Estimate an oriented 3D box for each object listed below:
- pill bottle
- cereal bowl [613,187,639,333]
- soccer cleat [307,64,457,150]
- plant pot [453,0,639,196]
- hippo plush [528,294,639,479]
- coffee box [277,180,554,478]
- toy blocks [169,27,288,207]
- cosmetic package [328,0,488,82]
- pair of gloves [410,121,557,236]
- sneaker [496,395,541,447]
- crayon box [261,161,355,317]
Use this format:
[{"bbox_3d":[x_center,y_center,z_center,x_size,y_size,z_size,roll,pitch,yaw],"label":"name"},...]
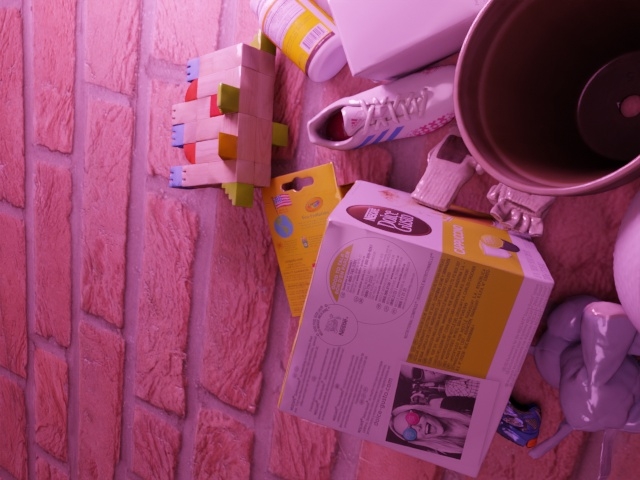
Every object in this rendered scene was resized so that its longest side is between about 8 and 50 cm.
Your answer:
[{"bbox_3d":[-0.043,-0.430,1.147,0.215,0.117,0.117,47,120,13],"label":"pill bottle"},{"bbox_3d":[0.540,0.009,0.740,0.340,0.141,0.338,-1,107,-4],"label":"cereal bowl"},{"bbox_3d":[0.125,-0.240,1.079,0.332,0.143,0.115,-15,94,31],"label":"soccer cleat"},{"bbox_3d":[0.406,-0.214,0.816,0.323,0.281,0.322,-2,87,47],"label":"plant pot"},{"bbox_3d":[0.477,0.217,0.946,0.235,0.236,0.294,20,97,0],"label":"hippo plush"},{"bbox_3d":[0.154,0.119,0.982,0.335,0.337,0.337,16,108,7],"label":"coffee box"},{"bbox_3d":[-0.231,-0.261,1.268,0.261,0.191,0.380,2,89,42],"label":"toy blocks"},{"bbox_3d":[0.224,-0.411,0.954,0.366,0.197,0.155,-17,92,30],"label":"cosmetic package"},{"bbox_3d":[0.302,-0.116,1.005,0.240,0.204,0.042,16,153,22],"label":"pair of gloves"},{"bbox_3d":[0.339,0.321,1.137,0.221,0.083,0.087,25,100,17],"label":"sneaker"},{"bbox_3d":[0.000,0.000,1.245,0.202,0.081,0.318,-10,97,31],"label":"crayon box"}]
